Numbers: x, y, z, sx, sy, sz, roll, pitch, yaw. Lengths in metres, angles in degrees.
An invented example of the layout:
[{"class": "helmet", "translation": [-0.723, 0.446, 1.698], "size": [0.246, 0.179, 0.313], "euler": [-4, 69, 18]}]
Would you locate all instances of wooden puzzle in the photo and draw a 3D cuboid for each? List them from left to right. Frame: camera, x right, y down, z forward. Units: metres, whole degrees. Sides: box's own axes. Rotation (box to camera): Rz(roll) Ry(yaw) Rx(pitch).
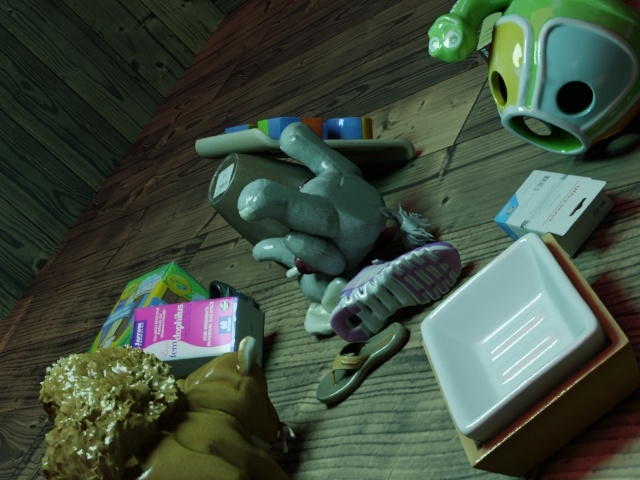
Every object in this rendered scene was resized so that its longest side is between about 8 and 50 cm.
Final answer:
[{"class": "wooden puzzle", "translation": [-0.035, -0.202, 2.143], "size": [0.322, 0.347, 0.081], "euler": [0, 88, 61]}]

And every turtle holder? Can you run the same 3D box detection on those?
[{"class": "turtle holder", "translation": [0.348, -0.272, 1.599], "size": [0.243, 0.320, 0.228], "euler": [4, 68, 59]}]

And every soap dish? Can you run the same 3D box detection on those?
[{"class": "soap dish", "translation": [0.253, 0.138, 1.327], "size": [0.229, 0.118, 0.291], "euler": [-42, 23, 12]}]

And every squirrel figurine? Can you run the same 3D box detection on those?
[{"class": "squirrel figurine", "translation": [-0.205, 0.279, 1.545], "size": [0.281, 0.397, 0.370], "euler": [-38, 22, 37]}]

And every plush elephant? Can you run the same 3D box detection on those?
[{"class": "plush elephant", "translation": [0.000, 0.000, 1.863], "size": [0.255, 0.330, 0.272], "euler": [-59, 9, 39]}]

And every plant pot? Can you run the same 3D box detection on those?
[{"class": "plant pot", "translation": [-0.094, -0.072, 2.078], "size": [0.215, 0.230, 0.215], "euler": [-42, 34, 37]}]

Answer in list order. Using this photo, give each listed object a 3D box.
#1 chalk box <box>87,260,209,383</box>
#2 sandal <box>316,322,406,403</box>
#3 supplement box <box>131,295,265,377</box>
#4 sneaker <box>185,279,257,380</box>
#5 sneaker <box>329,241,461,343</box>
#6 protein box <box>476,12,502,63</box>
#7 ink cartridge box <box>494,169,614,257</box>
[{"class": "chalk box", "translation": [-0.319, 0.174, 2.199], "size": [0.179, 0.180, 0.289], "euler": [-22, 34, 45]}, {"class": "sandal", "translation": [0.057, 0.184, 1.689], "size": [0.180, 0.049, 0.072], "euler": [-41, 23, 13]}, {"class": "supplement box", "translation": [-0.225, 0.180, 1.971], "size": [0.220, 0.114, 0.111], "euler": [-9, 66, 23]}, {"class": "sneaker", "translation": [-0.220, 0.197, 2.087], "size": [0.101, 0.106, 0.267], "euler": [-22, 34, 43]}, {"class": "sneaker", "translation": [0.115, 0.064, 1.716], "size": [0.236, 0.095, 0.105], "euler": [-33, 23, 20]}, {"class": "protein box", "translation": [0.408, -0.393, 1.920], "size": [0.199, 0.136, 0.201], "euler": [-28, 28, 35]}, {"class": "ink cartridge box", "translation": [0.342, -0.038, 1.540], "size": [0.104, 0.060, 0.180], "euler": [-49, 22, -8]}]
